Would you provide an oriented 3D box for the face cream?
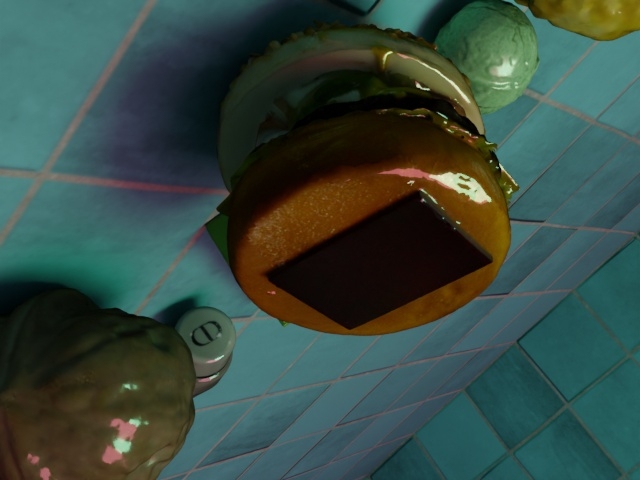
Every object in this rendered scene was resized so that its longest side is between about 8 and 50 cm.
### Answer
[{"bbox_3d":[-0.184,0.189,1.149,0.143,0.089,0.314,-25,161,-27],"label":"face cream"}]

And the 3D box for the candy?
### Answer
[{"bbox_3d":[0.144,-0.118,1.016,0.119,0.119,0.440,-23,156,-28],"label":"candy"}]

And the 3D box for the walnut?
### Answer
[{"bbox_3d":[-0.260,0.169,0.824,0.273,0.273,0.227,28,82,-64],"label":"walnut"}]

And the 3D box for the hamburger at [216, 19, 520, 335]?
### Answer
[{"bbox_3d":[0.036,-0.060,0.762,0.291,0.225,0.291,-3,141,-2],"label":"hamburger"}]

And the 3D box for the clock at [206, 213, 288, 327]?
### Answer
[{"bbox_3d":[0.000,0.000,1.037,0.220,0.106,0.255,-34,160,-3],"label":"clock"}]

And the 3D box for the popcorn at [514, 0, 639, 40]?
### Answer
[{"bbox_3d":[0.302,-0.311,0.781,0.253,0.190,0.191,-2,148,18],"label":"popcorn"}]
